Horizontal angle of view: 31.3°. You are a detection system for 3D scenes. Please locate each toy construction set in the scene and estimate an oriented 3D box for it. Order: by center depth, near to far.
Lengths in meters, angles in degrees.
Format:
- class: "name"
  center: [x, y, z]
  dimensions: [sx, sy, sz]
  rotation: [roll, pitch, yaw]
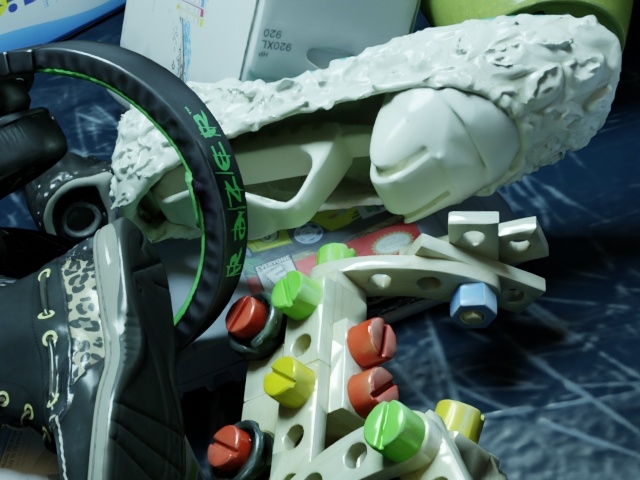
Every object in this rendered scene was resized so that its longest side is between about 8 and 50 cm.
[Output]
- class: "toy construction set"
  center: [0.041, 0.093, 0.726]
  dimensions: [0.215, 0.151, 0.327]
  rotation: [-27, 27, 34]

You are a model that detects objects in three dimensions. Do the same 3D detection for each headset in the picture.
- class: "headset"
  center: [-0.251, -0.002, 0.815]
  dimensions: [0.394, 0.243, 0.185]
  rotation: [-8, 13, 22]

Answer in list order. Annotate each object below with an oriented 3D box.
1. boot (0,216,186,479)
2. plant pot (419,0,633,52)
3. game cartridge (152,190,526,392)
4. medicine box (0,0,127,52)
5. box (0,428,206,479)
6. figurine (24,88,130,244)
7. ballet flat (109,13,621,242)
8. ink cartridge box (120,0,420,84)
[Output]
- class: "boot"
  center: [-0.179, 0.108, 0.694]
  dimensions: [0.179, 0.085, 0.236]
  rotation: [-19, 49, 13]
- class: "plant pot"
  center: [0.182, -0.277, 1.055]
  dimensions: [0.275, 0.274, 0.293]
  rotation: [-10, 57, 8]
- class: "game cartridge"
  center: [0.000, 0.000, 0.932]
  dimensions: [0.294, 0.060, 0.196]
  rotation: [-21, 37, -6]
- class: "medicine box"
  center: [-0.371, -0.363, 1.274]
  dimensions: [0.263, 0.289, 0.149]
  rotation: [-33, 41, -18]
- class: "box"
  center: [-0.189, 0.185, 0.744]
  dimensions: [0.203, 0.103, 0.114]
  rotation: [-7, 41, 11]
- class: "figurine"
  center: [-0.195, -0.096, 1.080]
  dimensions: [0.215, 0.092, 0.209]
  rotation: [-29, 38, -16]
- class: "ballet flat"
  center: [0.022, -0.060, 0.854]
  dimensions: [0.409, 0.147, 0.147]
  rotation: [-9, 41, 22]
- class: "ink cartridge box"
  center: [-0.048, -0.218, 1.041]
  dimensions: [0.171, 0.168, 0.233]
  rotation: [-1, 23, -37]
